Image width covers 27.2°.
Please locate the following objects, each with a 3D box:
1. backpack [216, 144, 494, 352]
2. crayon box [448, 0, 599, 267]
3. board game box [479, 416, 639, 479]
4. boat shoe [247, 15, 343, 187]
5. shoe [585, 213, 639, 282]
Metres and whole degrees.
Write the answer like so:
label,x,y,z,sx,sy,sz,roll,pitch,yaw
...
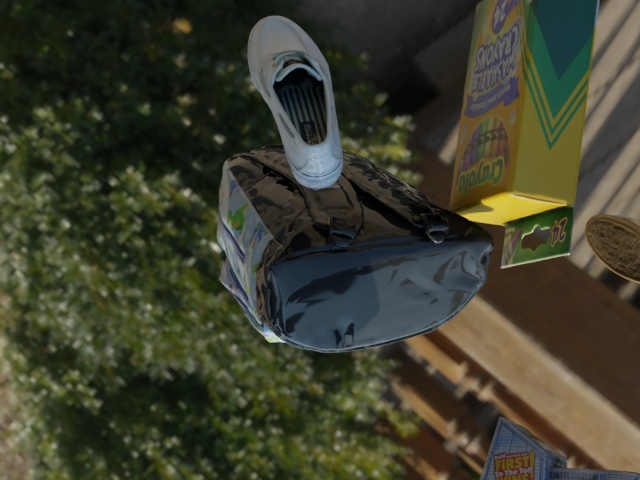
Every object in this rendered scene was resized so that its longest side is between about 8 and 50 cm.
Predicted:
label,x,y,z,sx,sy,sz,roll,pitch,yaw
backpack,0.000,0.000,1.627,0.290,0.355,0.273,-8,128,-24
crayon box,0.229,-0.139,1.524,0.203,0.083,0.323,157,-59,-75
board game box,0.225,0.273,1.302,0.060,0.194,0.194,30,62,-51
boat shoe,-0.020,-0.164,1.387,0.083,0.226,0.076,-16,149,-10
shoe,0.454,0.024,1.769,0.058,0.219,0.076,-19,130,-45
